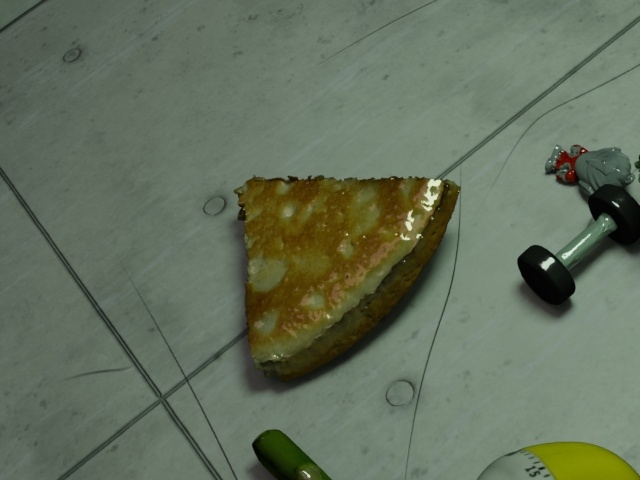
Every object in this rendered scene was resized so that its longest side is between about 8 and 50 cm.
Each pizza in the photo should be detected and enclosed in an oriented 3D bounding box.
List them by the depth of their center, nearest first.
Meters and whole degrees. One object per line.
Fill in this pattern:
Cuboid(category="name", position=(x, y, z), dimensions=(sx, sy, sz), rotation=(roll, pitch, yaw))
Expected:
Cuboid(category="pizza", position=(0.000, 0.000, 1.684), dimensions=(0.440, 0.130, 0.406), rotation=(-44, 48, -1))

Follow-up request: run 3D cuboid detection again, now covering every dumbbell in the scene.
Cuboid(category="dumbbell", position=(0.403, 0.006, 1.519), dimensions=(0.191, 0.100, 0.100), rotation=(-40, 48, -10))

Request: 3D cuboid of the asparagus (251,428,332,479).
Cuboid(category="asparagus", position=(0.002, 0.369, 1.423), dimensions=(0.060, 0.067, 0.277), rotation=(-23, 45, -33))

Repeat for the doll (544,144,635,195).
Cuboid(category="doll", position=(0.447, -0.119, 1.624), dimensions=(0.180, 0.079, 0.094), rotation=(24, 80, 50))

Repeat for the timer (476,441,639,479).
Cuboid(category="timer", position=(0.335, 0.359, 1.168), dimensions=(0.285, 0.285, 0.285), rotation=(-12, 49, 14))

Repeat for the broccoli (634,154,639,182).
Cuboid(category="broccoli", position=(0.582, -0.121, 1.468), dimensions=(0.263, 0.247, 0.243), rotation=(-37, 3, 10))
